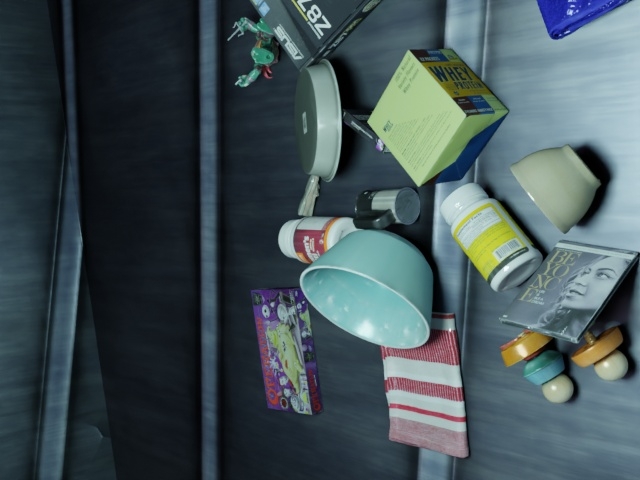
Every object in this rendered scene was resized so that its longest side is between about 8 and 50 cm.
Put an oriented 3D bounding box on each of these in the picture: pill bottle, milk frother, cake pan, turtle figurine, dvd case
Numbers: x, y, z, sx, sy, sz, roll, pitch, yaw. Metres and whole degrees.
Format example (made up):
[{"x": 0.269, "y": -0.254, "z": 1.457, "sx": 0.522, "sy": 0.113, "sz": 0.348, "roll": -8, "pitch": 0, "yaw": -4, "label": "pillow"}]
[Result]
[{"x": 0.340, "y": -0.010, "z": 1.710, "sx": 0.208, "sy": 0.119, "sz": 0.119, "roll": 57, "pitch": 135, "yaw": 27, "label": "pill bottle"}, {"x": 0.160, "y": -0.042, "z": 1.955, "sx": 0.135, "sy": 0.129, "sz": 0.143, "roll": 1, "pitch": 142, "yaw": 51, "label": "milk frother"}, {"x": -0.011, "y": -0.285, "z": 2.031, "sx": 0.293, "sy": 0.054, "sz": 0.293, "roll": 176, "pitch": 90, "yaw": -77, "label": "cake pan"}, {"x": -0.164, "y": -0.495, "z": 2.202, "sx": 0.234, "sy": 0.118, "sz": 0.175, "roll": -177, "pitch": 79, "yaw": -74, "label": "turtle figurine"}, {"x": 0.000, "y": 0.000, "z": 2.121, "sx": 0.221, "sy": 0.121, "sz": 0.121, "roll": 3, "pitch": 100, "yaw": 50, "label": "pill bottle"}, {"x": 0.450, "y": 0.086, "z": 1.539, "sx": 0.164, "sy": 0.221, "sz": 0.018, "roll": 12, "pitch": 140, "yaw": 49, "label": "dvd case"}]

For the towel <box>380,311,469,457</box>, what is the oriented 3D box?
[{"x": 0.235, "y": 0.327, "z": 1.975, "sx": 0.237, "sy": 0.037, "sz": 0.329, "roll": -2, "pitch": 96, "yaw": 50, "label": "towel"}]

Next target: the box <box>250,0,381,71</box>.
[{"x": -0.048, "y": -0.648, "z": 1.986, "sx": 0.395, "sy": 0.097, "sz": 0.318, "roll": 56, "pitch": 139, "yaw": 2, "label": "box"}]

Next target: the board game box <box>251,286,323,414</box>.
[{"x": -0.096, "y": 0.303, "z": 2.364, "sx": 0.208, "sy": 0.056, "sz": 0.347, "roll": -6, "pitch": 93, "yaw": 55, "label": "board game box"}]

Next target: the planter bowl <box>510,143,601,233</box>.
[{"x": 0.441, "y": -0.108, "z": 1.556, "sx": 0.109, "sy": 0.162, "sz": 0.162, "roll": -41, "pitch": 64, "yaw": 18, "label": "planter bowl"}]

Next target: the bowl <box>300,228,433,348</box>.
[{"x": 0.128, "y": 0.091, "z": 1.896, "sx": 0.311, "sy": 0.163, "sz": 0.311, "roll": 23, "pitch": 152, "yaw": 13, "label": "bowl"}]

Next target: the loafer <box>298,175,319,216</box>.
[{"x": -0.023, "y": -0.117, "z": 2.197, "sx": 0.045, "sy": 0.039, "sz": 0.125, "roll": -98, "pitch": 26, "yaw": -57, "label": "loafer"}]

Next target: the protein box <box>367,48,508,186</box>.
[{"x": 0.240, "y": -0.257, "z": 1.765, "sx": 0.201, "sy": 0.136, "sz": 0.200, "roll": 55, "pitch": 135, "yaw": 27, "label": "protein box"}]

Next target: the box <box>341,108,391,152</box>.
[{"x": 0.135, "y": -0.247, "z": 1.909, "sx": 0.162, "sy": 0.116, "sz": 0.029, "roll": 43, "pitch": 124, "yaw": 36, "label": "box"}]

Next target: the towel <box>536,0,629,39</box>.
[{"x": 0.447, "y": -0.540, "z": 1.502, "sx": 0.227, "sy": 0.076, "sz": 0.308, "roll": -24, "pitch": 79, "yaw": 49, "label": "towel"}]

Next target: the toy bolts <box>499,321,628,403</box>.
[{"x": 0.442, "y": 0.236, "z": 1.598, "sx": 0.158, "sy": 0.218, "sz": 0.228, "roll": 57, "pitch": 155, "yaw": 9, "label": "toy bolts"}]
